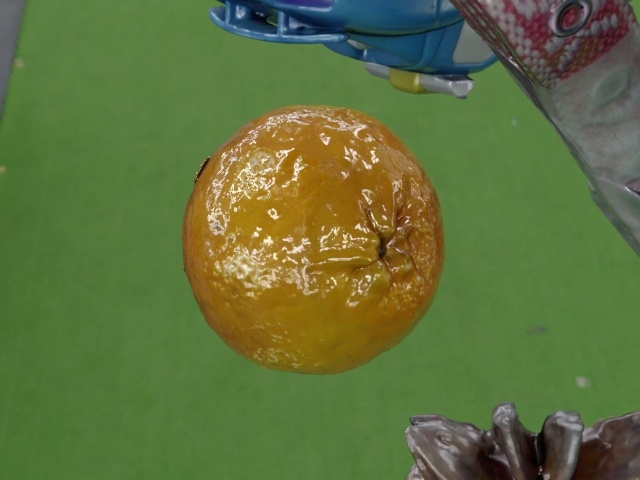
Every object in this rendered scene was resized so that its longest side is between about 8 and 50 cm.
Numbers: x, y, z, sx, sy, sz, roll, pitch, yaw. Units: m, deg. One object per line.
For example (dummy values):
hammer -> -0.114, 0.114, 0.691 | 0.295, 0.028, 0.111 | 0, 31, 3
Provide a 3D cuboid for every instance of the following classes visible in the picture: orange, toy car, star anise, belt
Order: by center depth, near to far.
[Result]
belt -> 0.108, -0.056, 0.534 | 0.053, 0.232, 0.071 | -42, 44, 4
toy car -> 0.078, -0.175, 0.868 | 0.314, 0.166, 0.198 | -7, 19, -35
star anise -> 0.172, 0.189, 1.093 | 0.236, 0.229, 0.093 | -24, 46, 24
orange -> 0.000, 0.000, 1.706 | 0.341, 0.340, 0.293 | -38, 25, -32
